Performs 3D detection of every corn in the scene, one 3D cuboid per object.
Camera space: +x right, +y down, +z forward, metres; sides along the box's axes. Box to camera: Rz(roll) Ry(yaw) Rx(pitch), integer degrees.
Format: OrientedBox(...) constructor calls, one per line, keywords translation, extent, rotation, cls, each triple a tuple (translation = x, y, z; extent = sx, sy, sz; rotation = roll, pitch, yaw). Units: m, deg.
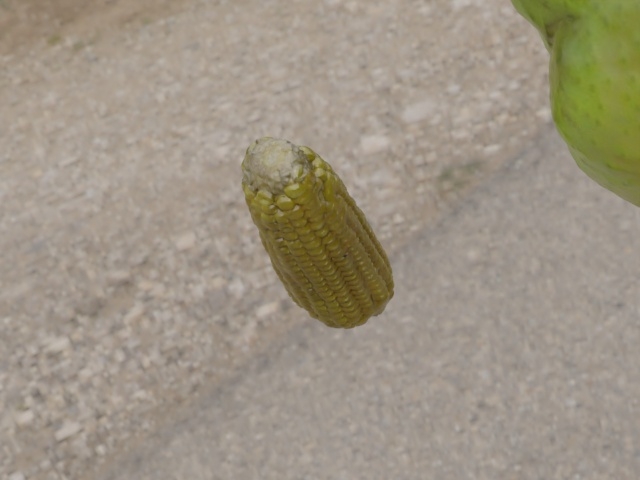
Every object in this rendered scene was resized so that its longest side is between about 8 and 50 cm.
OrientedBox(translation=(0.000, 0.000, 1.116), extent=(0.097, 0.261, 0.097), rotation=(-9, 55, 14), cls="corn")

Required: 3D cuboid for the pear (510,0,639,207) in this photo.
OrientedBox(translation=(0.301, -0.185, 0.834), extent=(0.391, 0.391, 0.391), rotation=(-13, 32, 8), cls="pear")
